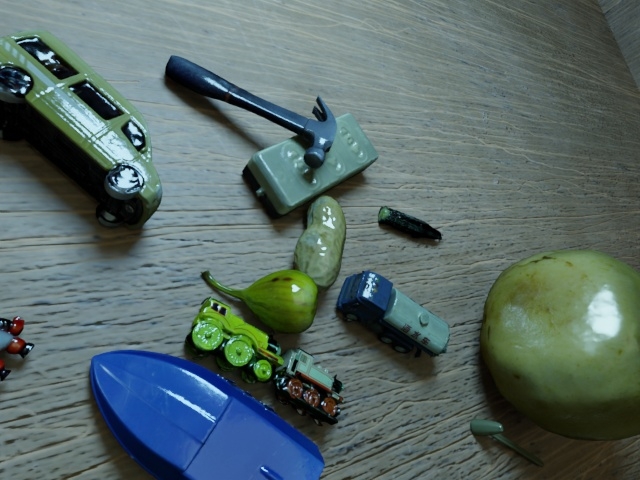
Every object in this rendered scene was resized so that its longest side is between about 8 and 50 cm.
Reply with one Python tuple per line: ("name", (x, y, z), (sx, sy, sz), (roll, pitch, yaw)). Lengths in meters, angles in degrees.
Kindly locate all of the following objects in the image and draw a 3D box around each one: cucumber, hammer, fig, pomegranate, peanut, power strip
("cucumber", (0.186, -0.025, 0.848), (0.163, 0.043, 0.039), (21, 98, -22))
("hammer", (0.359, 0.373, 0.787), (0.195, 0.060, 0.028), (35, 56, -21))
("hammer", (-0.108, -0.223, 0.691), (0.289, 0.037, 0.137), (25, 50, -3))
("fig", (-0.080, 0.074, 0.627), (0.166, 0.093, 0.093), (19, 54, 18))
("pomegranate", (0.460, 0.179, 0.771), (0.332, 0.332, 0.333), (13, 65, -28))
("peanut", (0.000, 0.000, 0.693), (0.080, 0.080, 0.175), (24, 56, -23))
("power strip", (-0.012, -0.132, 0.743), (0.256, 0.070, 0.105), (-34, 90, -36))

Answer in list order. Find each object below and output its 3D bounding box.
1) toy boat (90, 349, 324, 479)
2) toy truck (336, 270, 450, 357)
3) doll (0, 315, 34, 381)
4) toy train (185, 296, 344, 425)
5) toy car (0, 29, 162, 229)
("toy boat", (-0.146, 0.223, 0.510), (0.295, 0.088, 0.129), (36, 56, -3))
("toy truck", (0.127, 0.129, 0.713), (0.201, 0.088, 0.074), (34, 58, -16))
("doll", (-0.378, 0.075, 0.430), (0.169, 0.057, 0.109), (39, 53, -12))
("toy train", (-0.067, 0.171, 0.595), (0.249, 0.053, 0.085), (35, 50, -16))
("toy car", (-0.293, -0.136, 0.545), (0.256, 0.101, 0.124), (43, 51, -9))
